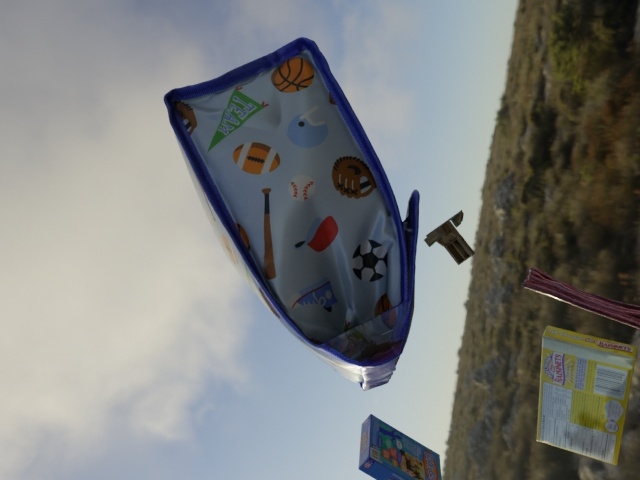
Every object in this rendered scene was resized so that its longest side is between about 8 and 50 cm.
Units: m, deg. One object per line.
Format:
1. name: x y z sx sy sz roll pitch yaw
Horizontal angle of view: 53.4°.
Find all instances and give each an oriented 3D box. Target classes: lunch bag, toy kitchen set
1. lunch bag: 0.000 0.000 0.821 0.328 0.239 0.385 75 169 -73
2. toy kitchen set: 0.228 -0.001 1.058 0.068 0.075 0.083 -39 -5 25

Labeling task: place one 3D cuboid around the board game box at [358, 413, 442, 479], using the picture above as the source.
1. board game box: 0.191 0.526 1.515 0.047 0.210 0.160 -55 7 22

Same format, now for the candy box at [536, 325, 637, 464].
1. candy box: 0.336 0.202 0.815 0.027 0.105 0.205 -47 -41 -40

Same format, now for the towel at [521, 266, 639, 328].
1. towel: 0.492 0.116 1.065 0.329 0.237 0.037 16 -85 -58
